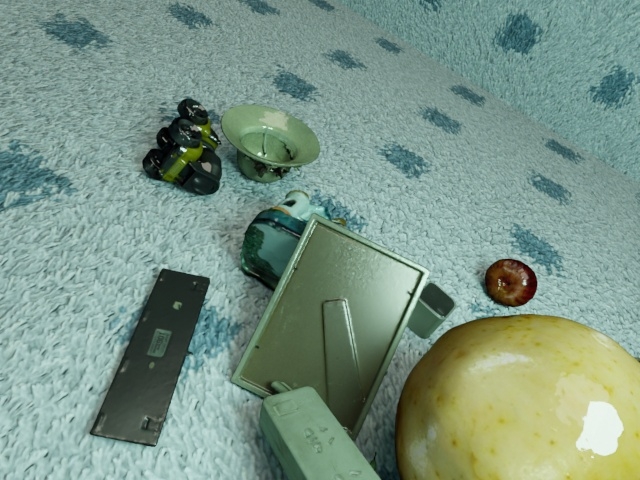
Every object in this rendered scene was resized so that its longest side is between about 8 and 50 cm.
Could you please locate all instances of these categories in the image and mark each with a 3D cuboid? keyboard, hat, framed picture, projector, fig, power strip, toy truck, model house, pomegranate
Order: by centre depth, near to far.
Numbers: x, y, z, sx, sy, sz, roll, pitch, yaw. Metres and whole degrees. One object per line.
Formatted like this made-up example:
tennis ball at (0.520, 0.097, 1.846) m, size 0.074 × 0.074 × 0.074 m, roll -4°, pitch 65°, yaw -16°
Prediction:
power strip at (-0.011, 0.288, 0.609) m, size 0.093 × 0.053 × 0.288 m, roll -5°, pitch 26°, yaw -32°
pomegranate at (0.300, 0.299, 0.609) m, size 0.410 × 0.412 × 0.412 m, roll 14°, pitch 42°, yaw -14°
keyboard at (-0.263, 0.177, 0.725) m, size 0.106 × 0.027 × 0.317 m, roll 15°, pitch 42°, yaw -8°
framed picture at (0.022, 0.144, 0.753) m, size 0.240 × 0.020 × 0.325 m, roll 25°, pitch 83°, yaw 0°
model house at (0.000, 0.000, 0.939) m, size 0.252 × 0.185 × 0.291 m, roll 28°, pitch 36°, yaw 7°
projector at (0.237, 0.154, 0.964) m, size 0.083 × 0.082 × 0.083 m, roll 43°, pitch 44°, yaw 18°
toy truck at (-0.303, -0.215, 1.040) m, size 0.165 × 0.147 × 0.225 m, roll 34°, pitch 32°, yaw -29°
fig at (0.501, 0.113, 1.119) m, size 0.150 × 0.128 × 0.129 m, roll 20°, pitch 41°, yaw -15°
hat at (-0.139, -0.225, 1.125) m, size 0.256 × 0.130 × 0.257 m, roll 14°, pitch 43°, yaw -13°

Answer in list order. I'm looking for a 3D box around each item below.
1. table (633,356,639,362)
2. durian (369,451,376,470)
table at (0.651, 0.383, 0.904) m, size 0.166 × 0.167 × 0.227 m, roll 15°, pitch 51°, yaw -13°
durian at (0.004, 0.394, 0.593) m, size 0.220 × 0.095 × 0.137 m, roll -10°, pitch 88°, yaw -37°
